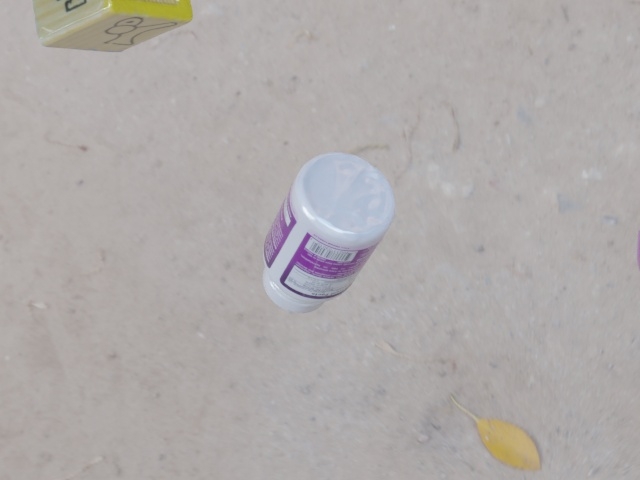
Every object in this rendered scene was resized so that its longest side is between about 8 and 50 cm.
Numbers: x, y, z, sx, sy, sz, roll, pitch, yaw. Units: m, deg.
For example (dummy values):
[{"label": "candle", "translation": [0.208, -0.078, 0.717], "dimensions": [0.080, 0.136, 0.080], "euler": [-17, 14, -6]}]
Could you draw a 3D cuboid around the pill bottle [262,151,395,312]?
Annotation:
[{"label": "pill bottle", "translation": [0.000, 0.000, 1.815], "dimensions": [0.169, 0.301, 0.169], "euler": [9, 58, -15]}]

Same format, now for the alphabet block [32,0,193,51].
[{"label": "alphabet block", "translation": [-0.359, -0.439, 1.848], "dimensions": [0.197, 0.192, 0.193], "euler": [-12, 88, 38]}]

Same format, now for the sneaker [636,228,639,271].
[{"label": "sneaker", "translation": [0.513, 0.043, 1.448], "dimensions": [0.104, 0.236, 0.095], "euler": [-10, 118, -7]}]
